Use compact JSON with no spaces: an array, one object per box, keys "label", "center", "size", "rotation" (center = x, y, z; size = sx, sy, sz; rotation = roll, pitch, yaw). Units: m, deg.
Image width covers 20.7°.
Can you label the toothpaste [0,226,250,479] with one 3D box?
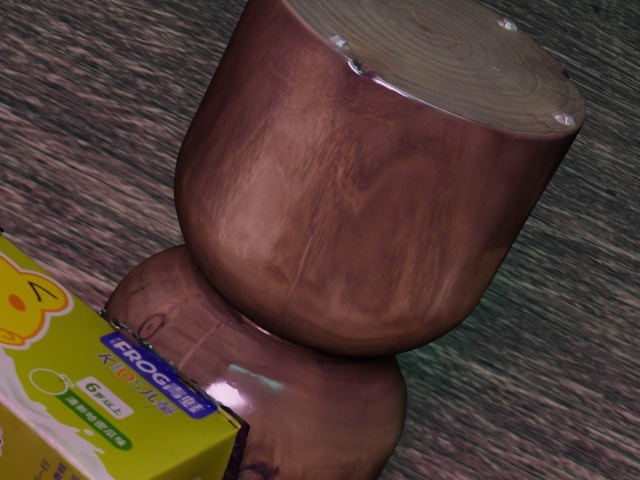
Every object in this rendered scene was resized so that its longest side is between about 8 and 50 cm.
[{"label":"toothpaste","center":[-0.195,0.041,0.872],"size":[0.327,0.077,0.110],"rotation":[37,29,19]}]

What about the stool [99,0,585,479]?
[{"label":"stool","center":[0.000,0.000,0.919],"size":[0.179,0.264,0.179],"rotation":[22,26,-11]}]
